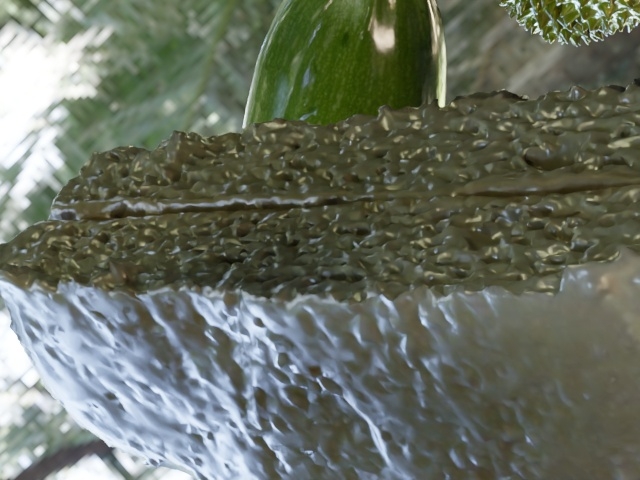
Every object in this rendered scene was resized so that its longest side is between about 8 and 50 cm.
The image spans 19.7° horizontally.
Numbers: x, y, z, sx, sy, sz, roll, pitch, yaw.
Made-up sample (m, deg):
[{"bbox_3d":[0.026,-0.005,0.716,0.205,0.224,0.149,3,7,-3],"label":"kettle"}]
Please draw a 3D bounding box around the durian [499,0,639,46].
[{"bbox_3d":[0.185,-0.210,1.311,0.198,0.159,0.146,93,173,-70],"label":"durian"}]

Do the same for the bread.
[{"bbox_3d":[0.032,0.050,0.627,0.102,0.337,0.183,-44,-62,-36],"label":"bread"}]

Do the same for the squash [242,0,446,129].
[{"bbox_3d":[0.000,0.000,0.905,0.101,0.379,0.101,7,-150,-4],"label":"squash"}]
